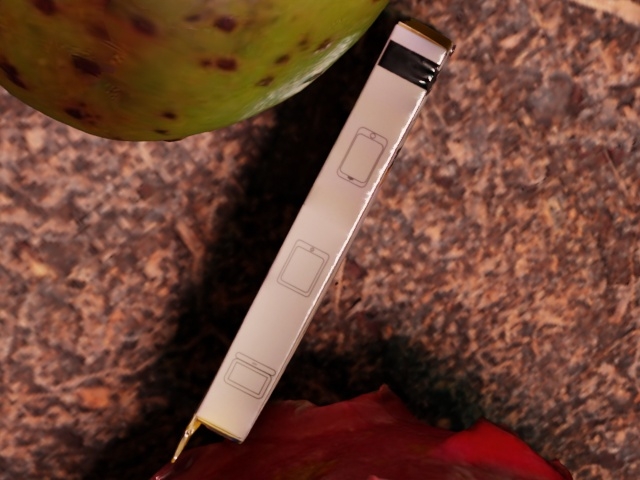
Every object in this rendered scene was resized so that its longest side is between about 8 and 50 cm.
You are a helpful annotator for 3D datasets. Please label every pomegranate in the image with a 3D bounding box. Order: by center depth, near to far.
[{"bbox_3d":[-0.041,-0.144,0.623,0.286,0.231,0.231,15,108,-53],"label":"pomegranate"}]

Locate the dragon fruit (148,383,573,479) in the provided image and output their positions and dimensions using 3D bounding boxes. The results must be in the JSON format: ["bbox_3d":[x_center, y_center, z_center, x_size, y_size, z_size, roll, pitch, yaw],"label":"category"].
[{"bbox_3d":[0.000,0.232,0.803,0.386,0.249,0.371,-22,138,-10],"label":"dragon fruit"}]

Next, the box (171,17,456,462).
[{"bbox_3d":[0.000,0.000,0.757,0.033,0.129,0.247,28,103,1],"label":"box"}]
